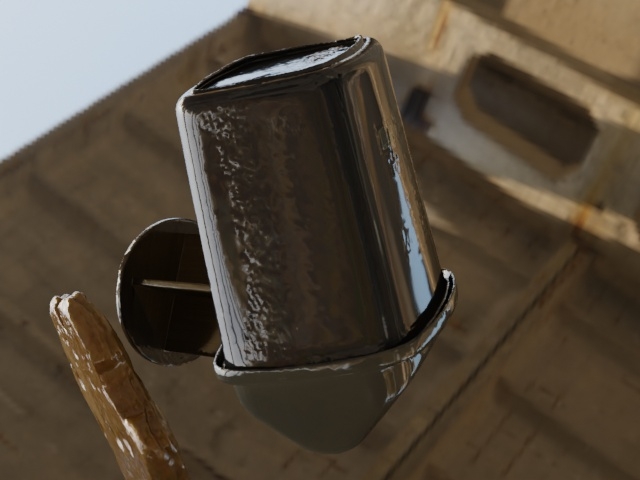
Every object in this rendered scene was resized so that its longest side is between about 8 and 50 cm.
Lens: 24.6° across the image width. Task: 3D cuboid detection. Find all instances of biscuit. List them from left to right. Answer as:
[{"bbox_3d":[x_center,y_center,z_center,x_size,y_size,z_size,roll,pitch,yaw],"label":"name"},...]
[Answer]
[{"bbox_3d":[-0.197,0.189,1.531,0.051,0.376,0.269,-29,-133,-16],"label":"biscuit"}]

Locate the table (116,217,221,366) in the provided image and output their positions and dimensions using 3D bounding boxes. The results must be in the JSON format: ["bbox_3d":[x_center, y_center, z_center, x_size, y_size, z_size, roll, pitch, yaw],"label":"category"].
[{"bbox_3d":[-0.083,0.062,1.565,0.227,0.167,0.167,4,-158,44],"label":"table"}]

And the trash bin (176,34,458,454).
[{"bbox_3d":[0.000,0.000,1.145,0.182,0.290,0.209,-8,-166,19],"label":"trash bin"}]
